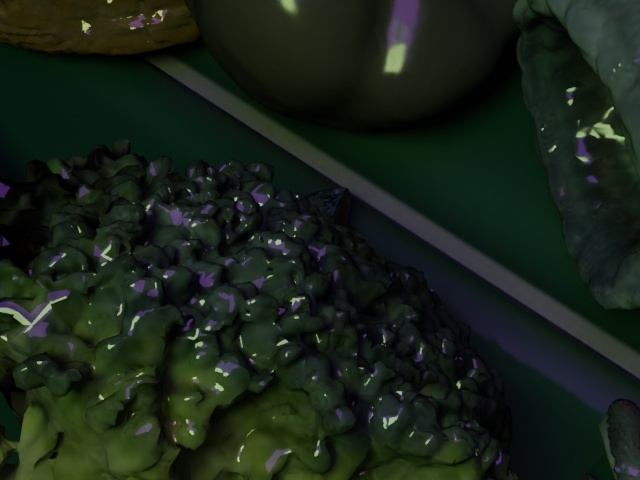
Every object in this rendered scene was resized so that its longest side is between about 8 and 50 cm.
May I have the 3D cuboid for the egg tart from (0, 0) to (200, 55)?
[{"bbox_3d":[-0.159,-0.302,0.929,0.339,0.153,0.351,2,62,5],"label":"egg tart"}]

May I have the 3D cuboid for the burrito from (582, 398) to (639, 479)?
[{"bbox_3d":[0.215,0.224,0.617,0.096,0.066,0.309,-16,60,-8],"label":"burrito"}]

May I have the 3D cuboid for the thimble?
[{"bbox_3d":[0.219,-0.074,0.708,0.172,0.205,0.250,-16,68,-2],"label":"thimble"}]

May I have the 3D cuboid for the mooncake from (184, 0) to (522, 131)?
[{"bbox_3d":[0.031,-0.204,0.804,0.275,0.135,0.275,2,84,-18],"label":"mooncake"}]

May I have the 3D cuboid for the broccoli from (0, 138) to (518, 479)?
[{"bbox_3d":[-0.064,0.107,0.645,0.281,0.348,0.293,-59,22,9],"label":"broccoli"}]

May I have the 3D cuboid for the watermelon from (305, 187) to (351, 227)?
[{"bbox_3d":[0.000,0.000,0.795,0.085,0.085,0.061,-28,100,-9],"label":"watermelon"}]
